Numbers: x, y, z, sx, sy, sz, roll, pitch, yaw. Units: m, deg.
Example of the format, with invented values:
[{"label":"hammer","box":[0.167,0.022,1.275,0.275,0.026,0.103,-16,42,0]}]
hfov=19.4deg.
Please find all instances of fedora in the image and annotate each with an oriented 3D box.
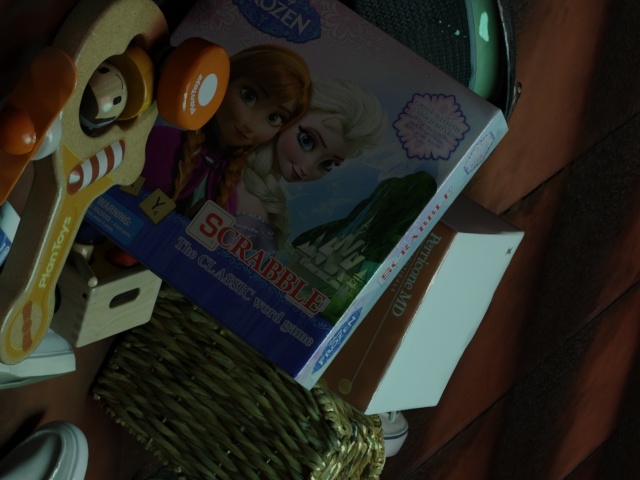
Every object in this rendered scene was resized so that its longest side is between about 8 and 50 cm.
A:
[{"label":"fedora","box":[0.092,-0.249,2.006,0.152,0.334,0.334,-17,143,-9]}]

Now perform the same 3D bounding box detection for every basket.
[{"label":"basket","box":[-0.061,0.180,2.107,0.213,0.299,0.223,-57,153,12]}]

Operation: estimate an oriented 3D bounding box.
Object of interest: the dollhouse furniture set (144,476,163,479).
[{"label":"dollhouse furniture set","box":[-0.119,0.400,2.318,0.161,0.242,0.212,-40,151,-6]}]

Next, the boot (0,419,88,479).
[{"label":"boot","box":[-0.352,0.288,1.965,0.258,0.095,0.123,-56,150,-9]}]

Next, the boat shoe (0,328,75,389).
[{"label":"boat shoe","box":[-0.322,0.102,1.834,0.079,0.081,0.227,-19,171,22]}]

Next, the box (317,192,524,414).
[{"label":"box","box":[0.000,0.000,1.961,0.168,0.345,0.215,1,118,-61]}]

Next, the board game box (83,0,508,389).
[{"label":"board game box","box":[-0.042,-0.077,1.789,0.318,0.318,0.066,-53,162,-5]}]

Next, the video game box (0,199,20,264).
[{"label":"video game box","box":[-0.362,0.018,1.666,0.205,0.048,0.187,-58,153,-17]}]

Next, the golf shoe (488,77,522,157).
[{"label":"golf shoe","box":[0.223,-0.204,2.446,0.094,0.077,0.198,-52,163,-35]}]

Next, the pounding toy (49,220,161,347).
[{"label":"pounding toy","box":[-0.233,0.033,1.839,0.141,0.130,0.100,-20,136,-51]}]

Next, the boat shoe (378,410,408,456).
[{"label":"boat shoe","box":[0.027,0.186,2.488,0.367,0.136,0.156,19,100,-54]}]

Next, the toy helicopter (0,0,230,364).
[{"label":"toy helicopter","box":[-0.232,-0.056,1.662,0.355,0.140,0.235,-69,160,6]}]
